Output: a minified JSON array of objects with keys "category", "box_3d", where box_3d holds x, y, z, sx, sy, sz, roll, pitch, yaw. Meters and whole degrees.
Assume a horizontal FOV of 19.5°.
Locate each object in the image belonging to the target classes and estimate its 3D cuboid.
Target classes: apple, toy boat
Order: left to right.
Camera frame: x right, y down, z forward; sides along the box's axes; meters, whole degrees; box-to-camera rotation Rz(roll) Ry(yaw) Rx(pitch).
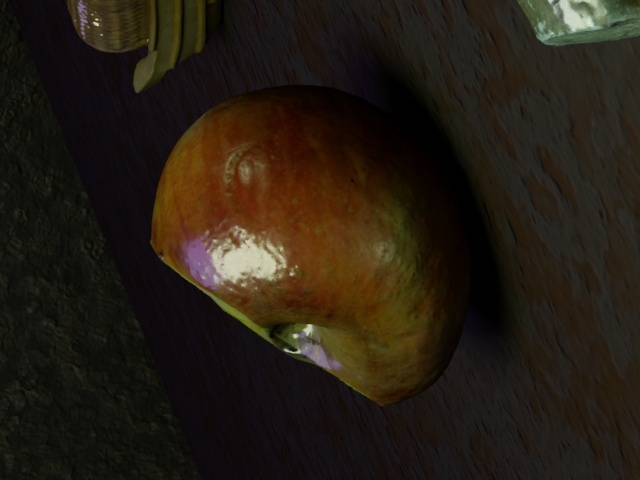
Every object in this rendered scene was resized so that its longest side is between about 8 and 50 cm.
[{"category":"toy boat","box_3d":[-0.136,-0.217,1.382,0.310,0.115,0.089,96,150,-64]},{"category":"apple","box_3d":[0.000,0.000,1.068,0.195,0.160,0.173,31,-161,-22]}]

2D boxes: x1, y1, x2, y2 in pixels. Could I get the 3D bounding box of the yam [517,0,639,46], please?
[{"category":"yam","box_3d":[0.082,-0.150,0.676,0.179,0.078,0.078,66,168,1]}]
